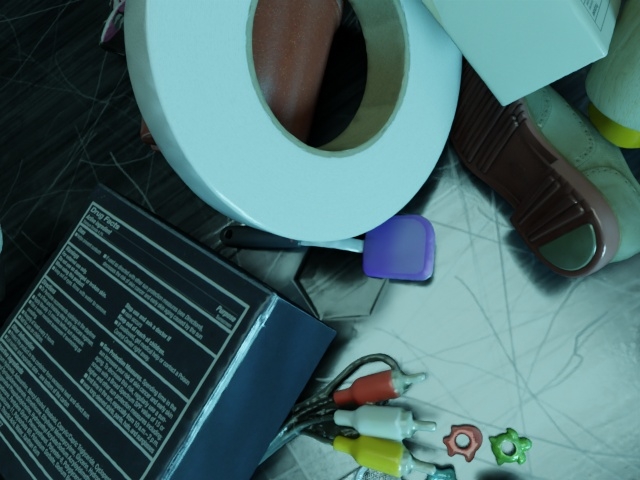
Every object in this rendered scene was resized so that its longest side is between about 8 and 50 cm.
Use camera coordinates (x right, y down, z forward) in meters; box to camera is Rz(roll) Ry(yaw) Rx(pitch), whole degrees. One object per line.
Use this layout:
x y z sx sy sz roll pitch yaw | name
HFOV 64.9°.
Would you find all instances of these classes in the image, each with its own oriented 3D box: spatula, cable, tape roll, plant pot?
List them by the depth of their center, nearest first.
-0.001 -0.195 0.530 0.072 0.391 0.393 15 78 53 | tape roll
-0.010 0.202 0.587 0.286 0.072 0.140 -8 61 14 | cable
-0.102 -0.232 0.639 0.272 0.272 0.266 7 86 16 | plant pot
0.000 0.000 0.660 0.296 0.030 0.084 5 76 16 | spatula

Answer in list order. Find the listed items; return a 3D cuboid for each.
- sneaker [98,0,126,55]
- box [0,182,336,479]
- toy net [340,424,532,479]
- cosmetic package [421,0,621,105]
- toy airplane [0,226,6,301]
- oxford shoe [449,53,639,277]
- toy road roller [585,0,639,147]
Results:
-0.315 -0.383 0.829 0.077 0.072 0.178 15 72 29 | sneaker
-0.191 0.141 0.571 0.296 0.182 0.294 28 83 29 | box
0.116 0.265 0.546 0.231 0.045 0.122 -4 70 11 | toy net
0.144 -0.302 0.464 0.309 0.113 0.160 45 55 -19 | cosmetic package
-0.557 0.120 0.677 0.385 0.272 0.385 0 114 6 | toy airplane
0.258 -0.119 0.602 0.130 0.123 0.349 -11 65 -22 | oxford shoe
0.420 -0.256 0.516 0.329 0.203 0.241 -11 57 -8 | toy road roller
